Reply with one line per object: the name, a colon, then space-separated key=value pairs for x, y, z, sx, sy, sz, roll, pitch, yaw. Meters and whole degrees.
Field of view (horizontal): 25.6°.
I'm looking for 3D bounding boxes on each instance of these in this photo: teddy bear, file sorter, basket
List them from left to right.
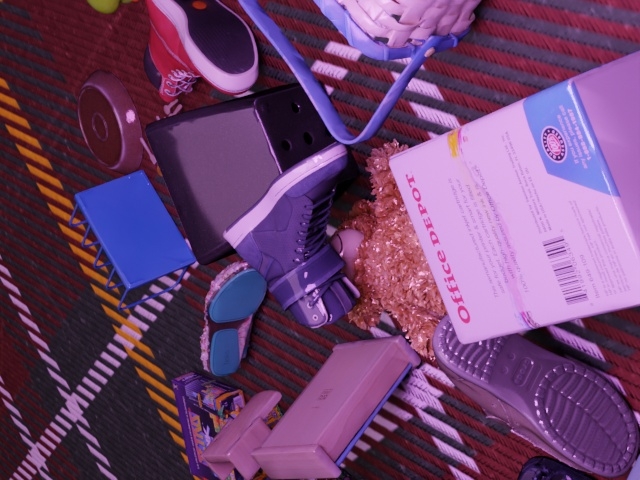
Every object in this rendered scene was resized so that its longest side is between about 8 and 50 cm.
file sorter: x=-0.291 y=0.004 z=2.143 sx=0.170 sy=0.118 sz=0.104 roll=58 pitch=149 yaw=15
basket: x=0.038 y=-0.277 z=1.436 sx=0.255 sy=0.201 sz=0.289 roll=54 pitch=134 yaw=19
teddy bear: x=0.108 y=0.016 z=1.590 sx=0.338 sy=0.113 sz=0.245 roll=20 pitch=122 yaw=49

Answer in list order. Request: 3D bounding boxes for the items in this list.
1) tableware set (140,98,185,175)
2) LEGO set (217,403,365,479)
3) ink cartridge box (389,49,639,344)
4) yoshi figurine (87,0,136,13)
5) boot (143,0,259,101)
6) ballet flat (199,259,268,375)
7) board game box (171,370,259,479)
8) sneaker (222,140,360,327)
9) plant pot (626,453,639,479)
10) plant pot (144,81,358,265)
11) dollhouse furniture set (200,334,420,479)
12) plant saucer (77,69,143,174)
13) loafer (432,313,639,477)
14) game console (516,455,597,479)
tableware set: x=-0.203 y=-0.138 z=2.023 sx=0.104 sy=0.024 sz=0.154 roll=60 pitch=145 yaw=7
LEGO set: x=-0.080 y=0.397 z=1.996 sx=0.331 sy=0.192 sz=0.255 roll=42 pitch=139 yaw=33
ink cartridge box: x=0.238 y=-0.043 z=1.289 sx=0.270 sy=0.197 sz=0.198 roll=-20 pitch=92 yaw=57
yoshi figurine: x=-0.314 y=-0.470 z=1.828 sx=0.203 sy=0.203 sz=0.362 roll=-99 pitch=8 yaw=-45
boot: x=-0.162 y=-0.226 z=1.859 sx=0.244 sy=0.088 sz=0.176 roll=52 pitch=145 yaw=37
ballet flat: x=-0.133 y=0.095 z=2.007 sx=0.241 sy=0.091 sz=0.077 roll=111 pitch=150 yaw=-41
board game box: x=-0.162 y=0.301 z=2.190 sx=0.141 sy=0.048 sz=0.170 roll=12 pitch=118 yaw=50
sneaker: x=0.001 y=0.000 z=1.553 sx=0.163 sy=0.086 sz=0.226 roll=54 pitch=141 yaw=6
plant pot: x=0.372 y=0.304 z=1.339 sx=0.166 sy=0.165 sz=0.234 roll=21 pitch=117 yaw=48
plant pot: x=-0.068 y=-0.098 z=1.723 sx=0.167 sy=0.187 sz=0.188 roll=-21 pitch=91 yaw=44
dollhouse furniture set: x=0.066 y=0.309 z=1.807 sx=0.286 sy=0.198 sz=0.303 roll=-14 pitch=119 yaw=53
plant saucer: x=-0.331 y=-0.179 z=2.174 sx=0.168 sy=0.029 sz=0.168 roll=33 pitch=134 yaw=42
loafer: x=0.224 y=0.161 z=1.488 sx=0.251 sy=0.094 sz=0.087 roll=37 pitch=163 yaw=2
game console: x=0.243 y=0.412 z=1.620 sx=0.213 sy=0.044 sz=0.361 roll=20 pitch=116 yaw=7
